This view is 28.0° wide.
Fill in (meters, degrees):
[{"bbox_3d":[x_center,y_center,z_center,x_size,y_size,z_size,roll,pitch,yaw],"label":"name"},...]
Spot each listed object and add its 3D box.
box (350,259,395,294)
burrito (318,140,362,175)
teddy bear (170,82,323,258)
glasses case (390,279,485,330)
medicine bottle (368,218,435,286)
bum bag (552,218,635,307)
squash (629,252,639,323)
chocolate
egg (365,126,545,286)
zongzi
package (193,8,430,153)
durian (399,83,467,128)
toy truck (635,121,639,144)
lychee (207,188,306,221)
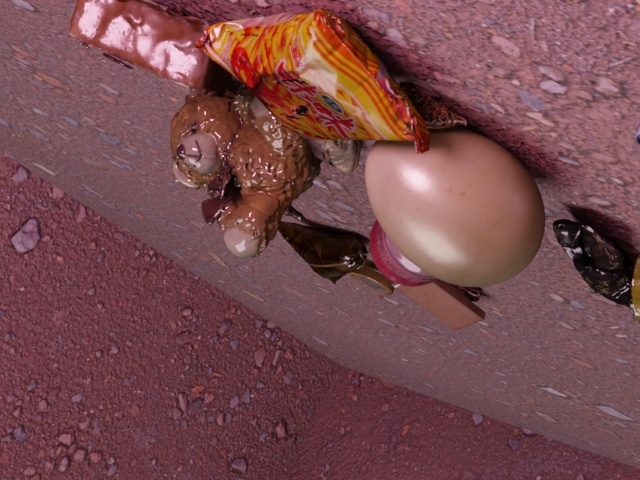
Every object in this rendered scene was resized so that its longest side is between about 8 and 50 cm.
[{"bbox_3d":[0.114,0.077,2.731,0.105,0.037,0.105,25,168,6],"label":"box"},{"bbox_3d":[0.016,-0.155,1.856,0.063,0.058,0.229,18,169,20],"label":"burrito"},{"bbox_3d":[-0.127,-0.135,1.920,0.256,0.267,0.156,26,-161,28],"label":"teddy bear"},{"bbox_3d":[0.239,0.088,2.467,0.193,0.070,0.102,35,139,-28],"label":"glasses case"},{"bbox_3d":[0.161,-0.009,1.963,0.147,0.147,0.247,27,170,-4],"label":"medicine bottle"},{"bbox_3d":[0.400,0.036,1.810,0.102,0.069,0.248,18,168,32],"label":"bum bag"},{"bbox_3d":[0.495,0.067,1.729,0.132,0.105,0.105,0,155,33],"label":"squash"},{"bbox_3d":[-0.213,-0.267,1.705,0.214,0.093,0.148,23,-169,9],"label":"chocolate"},{"bbox_3d":[0.169,-0.049,1.642,0.254,0.188,0.188,33,168,-9],"label":"egg"},{"bbox_3d":[0.000,0.000,2.564,0.184,0.084,0.187,38,160,-8],"label":"zongzi"},{"bbox_3d":[-0.006,-0.203,1.566,0.288,0.108,0.223,5,150,49],"label":"package"},{"bbox_3d":[0.122,-0.158,1.607,0.130,0.052,0.066,20,171,42],"label":"durian"},{"bbox_3d":[0.373,-0.101,1.170,0.140,0.108,0.256,7,159,23],"label":"toy truck"},{"bbox_3d":[-0.099,-0.096,2.088,0.197,0.165,0.165,54,167,-1],"label":"lychee"}]
